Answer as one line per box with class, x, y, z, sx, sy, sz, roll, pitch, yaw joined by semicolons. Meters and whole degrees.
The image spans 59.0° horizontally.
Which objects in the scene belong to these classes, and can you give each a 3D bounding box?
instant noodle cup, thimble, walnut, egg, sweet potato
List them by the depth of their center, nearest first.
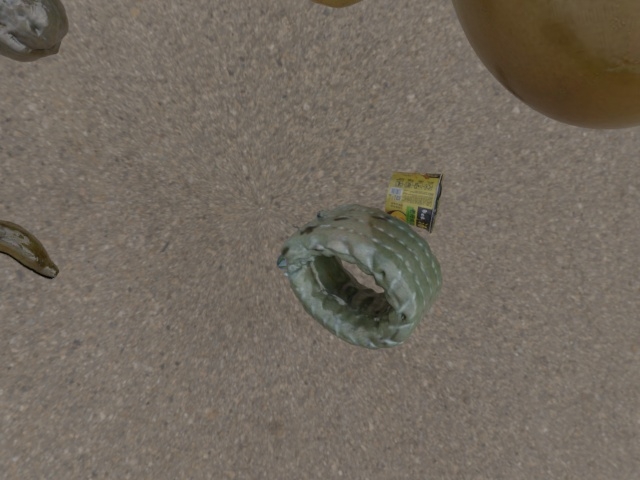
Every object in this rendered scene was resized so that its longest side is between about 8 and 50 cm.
thimble;0.028;0.022;0.401;0.110;0.062;0.084;38;129;10
egg;0.235;-0.266;0.443;0.282;0.282;0.352;-8;98;-6
sweet potato;-0.545;-0.001;0.935;0.233;0.062;0.081;22;127;-27
walnut;-0.693;-0.518;1.294;0.224;0.224;0.224;0;93;-6
instant noodle cup;0.225;-0.101;1.349;0.122;0.151;0.152;14;92;13

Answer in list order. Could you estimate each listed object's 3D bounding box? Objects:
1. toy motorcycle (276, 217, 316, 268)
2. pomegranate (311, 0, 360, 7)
toy motorcycle;0.000;0.000;1.297;0.254;0.135;0.092;-29;97;41
pomegranate;0.055;-0.694;1.321;0.307;0.307;0.308;0;93;-6
